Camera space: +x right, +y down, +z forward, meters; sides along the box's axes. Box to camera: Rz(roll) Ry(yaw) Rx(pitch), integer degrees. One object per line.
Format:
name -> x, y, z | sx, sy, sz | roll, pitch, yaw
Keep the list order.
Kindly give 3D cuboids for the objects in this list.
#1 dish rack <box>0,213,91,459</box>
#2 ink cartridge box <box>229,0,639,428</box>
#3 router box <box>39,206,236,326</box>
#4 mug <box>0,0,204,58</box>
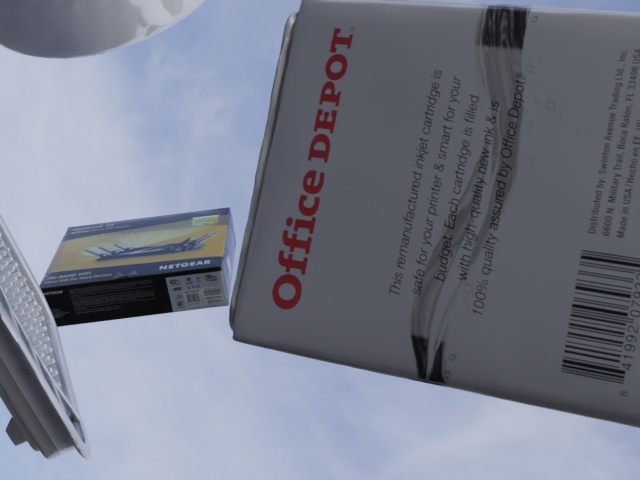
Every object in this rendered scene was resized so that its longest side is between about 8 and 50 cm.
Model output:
dish rack -> -0.366, 0.081, 1.089 | 0.333, 0.072, 0.285 | -127, -165, -54
ink cartridge box -> 0.158, -0.020, 0.743 | 0.395, 0.166, 0.285 | 10, -96, 21
router box -> -0.308, 0.042, 1.666 | 0.309, 0.243, 0.081 | -7, -64, 1
mug -> -0.221, -0.413, 0.914 | 0.276, 0.374, 0.328 | 35, -27, 32
